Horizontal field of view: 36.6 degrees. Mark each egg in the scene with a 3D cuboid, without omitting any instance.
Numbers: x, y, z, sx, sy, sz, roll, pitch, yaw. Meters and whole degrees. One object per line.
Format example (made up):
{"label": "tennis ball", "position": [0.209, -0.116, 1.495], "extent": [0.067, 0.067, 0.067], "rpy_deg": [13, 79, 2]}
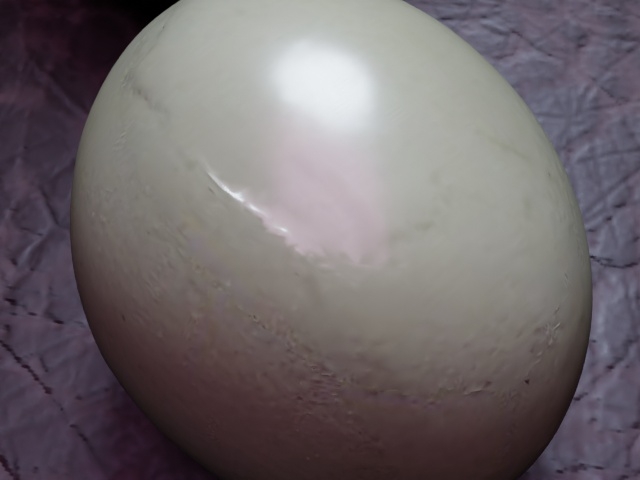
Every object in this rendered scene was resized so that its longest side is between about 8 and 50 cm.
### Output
{"label": "egg", "position": [0.000, 0.000, 0.442], "extent": [0.219, 0.219, 0.269], "rpy_deg": [-33, 58, -16]}
